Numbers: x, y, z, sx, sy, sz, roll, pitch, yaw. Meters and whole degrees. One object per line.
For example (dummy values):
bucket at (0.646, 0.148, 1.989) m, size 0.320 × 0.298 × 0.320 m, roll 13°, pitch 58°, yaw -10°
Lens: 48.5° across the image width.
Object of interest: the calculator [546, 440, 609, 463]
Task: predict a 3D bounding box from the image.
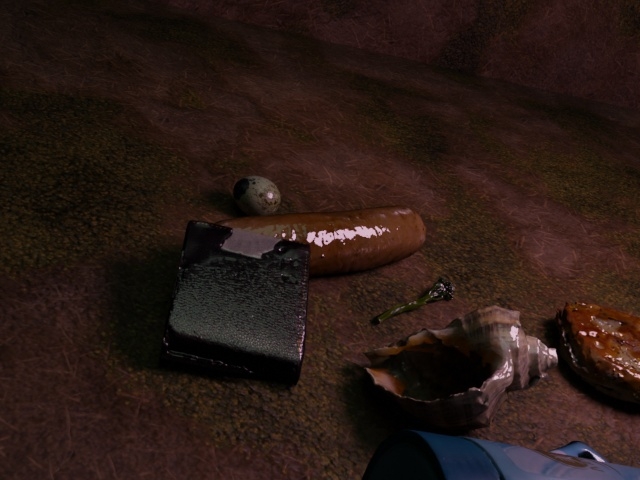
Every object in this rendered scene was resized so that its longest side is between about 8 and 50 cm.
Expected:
calculator at (0.346, 0.374, 0.996) m, size 0.293 × 0.051 × 0.173 m, roll -3°, pitch 36°, yaw -36°

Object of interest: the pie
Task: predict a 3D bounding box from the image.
pie at (0.581, 0.211, 1.341) m, size 0.309 × 0.085 × 0.308 m, roll 9°, pitch 30°, yaw -5°

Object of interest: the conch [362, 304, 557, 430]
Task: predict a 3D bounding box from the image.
conch at (0.219, 0.214, 1.106) m, size 0.292 × 0.158 × 0.210 m, roll -14°, pitch 34°, yaw 22°

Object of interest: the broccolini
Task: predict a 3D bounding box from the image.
broccolini at (0.182, 0.122, 1.346) m, size 0.218 × 0.042 × 0.044 m, roll -23°, pitch 51°, yaw -39°

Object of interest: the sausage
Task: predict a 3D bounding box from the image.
sausage at (0.001, 0.002, 1.351) m, size 0.501 × 0.123 × 0.136 m, roll -6°, pitch 33°, yaw -31°

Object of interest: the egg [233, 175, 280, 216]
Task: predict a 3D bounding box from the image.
egg at (-0.133, -0.092, 1.466) m, size 0.110 × 0.085 × 0.085 m, roll 34°, pitch 35°, yaw 25°

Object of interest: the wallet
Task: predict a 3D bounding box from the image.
wallet at (-0.126, 0.090, 1.136) m, size 0.221 × 0.071 × 0.262 m, roll 11°, pitch 52°, yaw -8°

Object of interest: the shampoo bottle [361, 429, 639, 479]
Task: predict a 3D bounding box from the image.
shampoo bottle at (0.222, 0.374, 0.681) m, size 0.343 × 0.331 × 0.331 m, roll 12°, pitch 32°, yaw -10°
